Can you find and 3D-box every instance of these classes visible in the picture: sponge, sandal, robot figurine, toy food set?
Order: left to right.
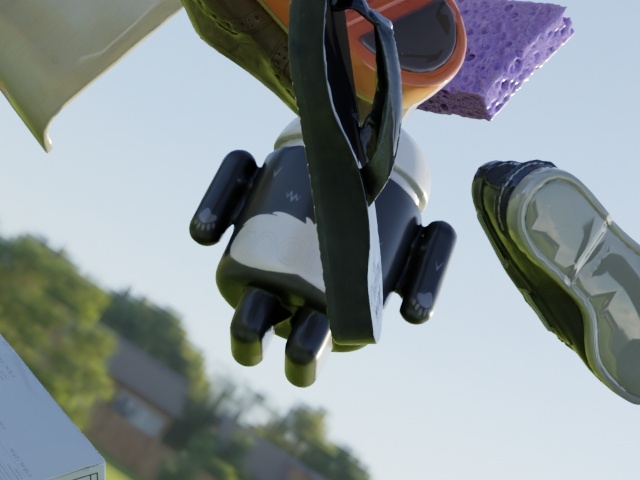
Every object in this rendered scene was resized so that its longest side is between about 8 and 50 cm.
[{"bbox_3d":[-0.234,-0.262,2.083,0.219,0.306,0.092,52,4,29],"label":"toy food set"},{"bbox_3d":[0.002,0.002,1.903,0.209,0.278,0.174,36,-25,-29],"label":"robot figurine"},{"bbox_3d":[0.023,-0.061,1.058,0.054,0.097,0.254,-3,-57,9],"label":"sandal"},{"bbox_3d":[0.079,-0.147,1.496,0.210,0.117,0.031,12,-43,41],"label":"sponge"}]

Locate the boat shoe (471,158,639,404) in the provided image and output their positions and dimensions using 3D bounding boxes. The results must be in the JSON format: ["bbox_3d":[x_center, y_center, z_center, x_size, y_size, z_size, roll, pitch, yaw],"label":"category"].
[{"bbox_3d":[0.157,0.022,1.177,0.065,0.075,0.206,27,-18,50],"label":"boat shoe"}]

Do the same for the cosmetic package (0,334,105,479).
[{"bbox_3d":[-0.190,0.070,0.850,0.239,0.099,0.060,41,-44,46],"label":"cosmetic package"}]

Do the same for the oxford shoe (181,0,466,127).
[{"bbox_3d":[-0.076,-0.201,1.213,0.363,0.130,0.133,48,-38,2],"label":"oxford shoe"}]
